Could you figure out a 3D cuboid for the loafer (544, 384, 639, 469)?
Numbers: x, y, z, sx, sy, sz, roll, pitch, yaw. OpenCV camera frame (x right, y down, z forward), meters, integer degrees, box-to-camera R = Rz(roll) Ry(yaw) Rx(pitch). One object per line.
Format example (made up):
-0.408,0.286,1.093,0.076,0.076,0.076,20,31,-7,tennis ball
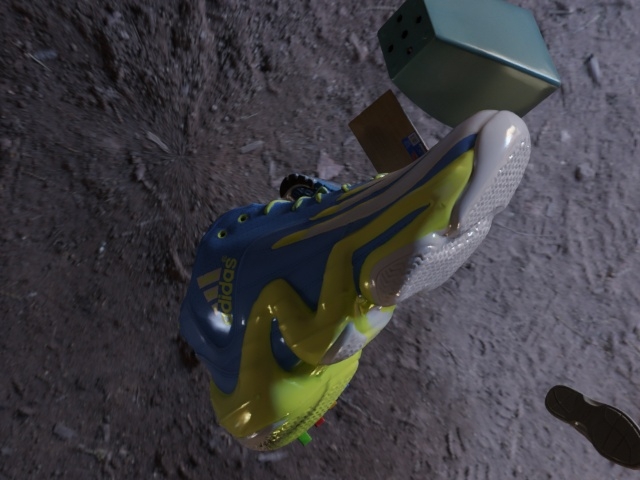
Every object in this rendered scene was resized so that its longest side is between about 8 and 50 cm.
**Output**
0.270,0.178,0.805,0.039,0.125,0.045,34,91,-36,loafer

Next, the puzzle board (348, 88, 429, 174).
0.108,-0.152,1.298,0.096,0.011,0.128,-36,82,37,puzzle board

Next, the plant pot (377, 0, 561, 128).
0.216,-0.287,1.322,0.234,0.165,0.166,13,51,-35,plant pot

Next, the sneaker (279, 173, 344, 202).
0.037,-0.057,1.296,0.190,0.083,0.071,28,111,19,sneaker

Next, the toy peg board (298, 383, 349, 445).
-0.023,0.260,1.440,0.160,0.161,0.079,-40,107,-10,toy peg board

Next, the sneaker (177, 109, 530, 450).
0.000,0.000,0.472,0.126,0.091,0.240,45,103,19,sneaker
